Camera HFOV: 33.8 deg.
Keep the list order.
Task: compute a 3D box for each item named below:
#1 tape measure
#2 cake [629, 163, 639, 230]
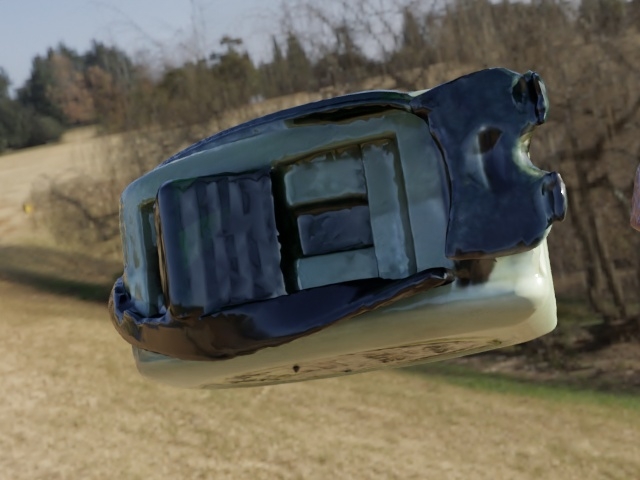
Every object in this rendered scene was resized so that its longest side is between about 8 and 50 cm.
[{"bbox_3d":[0.000,0.000,0.459,0.207,0.115,0.235,-8,-10,12],"label":"tape measure"},{"bbox_3d":[0.449,-0.079,0.902,0.309,0.230,0.237,-5,23,-34],"label":"cake"}]
